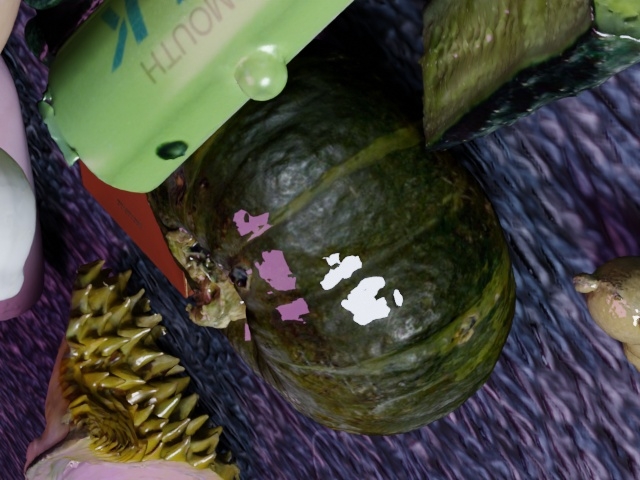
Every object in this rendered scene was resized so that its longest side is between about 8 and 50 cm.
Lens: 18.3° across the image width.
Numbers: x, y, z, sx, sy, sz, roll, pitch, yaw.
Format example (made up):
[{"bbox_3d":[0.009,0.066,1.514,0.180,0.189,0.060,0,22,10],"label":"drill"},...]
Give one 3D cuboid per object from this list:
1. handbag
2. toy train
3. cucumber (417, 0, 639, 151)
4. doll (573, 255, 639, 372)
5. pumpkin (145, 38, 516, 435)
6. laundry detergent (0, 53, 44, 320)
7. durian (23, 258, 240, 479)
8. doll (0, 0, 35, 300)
[{"bbox_3d":[-0.112,-0.064,1.296,0.127,0.063,0.190,46,156,27],"label":"handbag"},{"bbox_3d":[-0.048,-0.131,0.918,0.253,0.105,0.157,-40,57,34],"label":"toy train"},{"bbox_3d":[0.101,-0.093,0.861,0.211,0.062,0.078,147,122,-72],"label":"cucumber"},{"bbox_3d":[0.148,0.043,0.926,0.061,0.051,0.093,32,146,35],"label":"doll"},{"bbox_3d":[0.000,0.000,1.031,0.223,0.157,0.223,52,165,19],"label":"pumpkin"},{"bbox_3d":[-0.282,-0.084,1.568,0.159,0.088,0.335,45,151,30],"label":"laundry detergent"},{"bbox_3d":[-0.165,0.119,1.516,0.305,0.185,0.195,92,166,-61],"label":"durian"},{"bbox_3d":[-0.158,-0.187,0.867,0.423,0.161,0.348,-48,68,30],"label":"doll"}]
